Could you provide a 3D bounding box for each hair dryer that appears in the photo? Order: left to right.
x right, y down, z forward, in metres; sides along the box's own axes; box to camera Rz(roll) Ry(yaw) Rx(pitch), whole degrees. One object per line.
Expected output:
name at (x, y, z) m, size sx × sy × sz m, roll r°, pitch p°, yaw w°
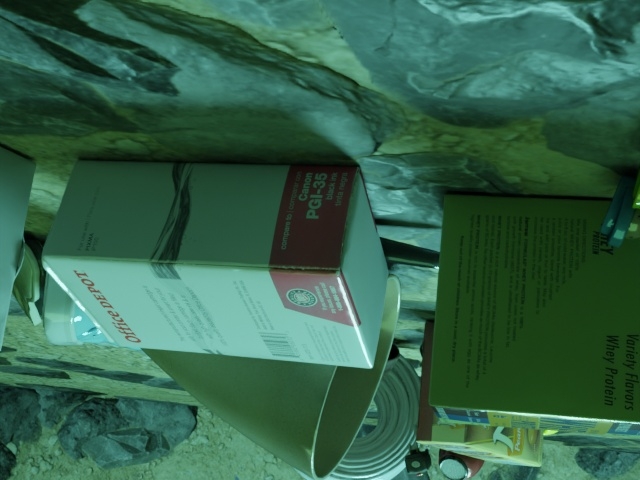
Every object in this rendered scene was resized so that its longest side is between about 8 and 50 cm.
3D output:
hair dryer at (0.237, 0.290, 1.679) m, size 0.080 × 0.223 × 0.293 m, roll 5°, pitch 170°, yaw 29°

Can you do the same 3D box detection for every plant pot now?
plant pot at (-0.077, 0.116, 1.207) m, size 0.274 × 0.256 × 0.256 m, roll 20°, pitch 169°, yaw 16°

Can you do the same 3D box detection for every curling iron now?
curling iron at (0.000, 0.000, 1.068) m, size 0.274 × 0.035 × 0.068 m, roll 6°, pitch 162°, yaw 7°

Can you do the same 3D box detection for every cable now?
cable at (0.053, 0.288, 1.677) m, size 0.257 × 0.257 × 0.089 m, roll 15°, pitch 159°, yaw -6°

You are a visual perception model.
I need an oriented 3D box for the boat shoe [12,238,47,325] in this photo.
boat shoe at (-0.377, 0.045, 1.359) m, size 0.079 × 0.084 × 0.233 m, roll -29°, pitch 168°, yaw -21°

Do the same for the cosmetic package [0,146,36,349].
cosmetic package at (-0.433, -0.033, 0.835) m, size 0.155 × 0.196 × 0.365 m, roll -2°, pitch 161°, yaw 29°

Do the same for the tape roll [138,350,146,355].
tape roll at (-0.194, 0.164, 1.680) m, size 0.219 × 0.072 × 0.219 m, roll 5°, pitch 164°, yaw 2°

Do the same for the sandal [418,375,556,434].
sandal at (0.303, 0.288, 1.864) m, size 0.318 × 0.126 × 0.138 m, roll -3°, pitch 155°, yaw 9°

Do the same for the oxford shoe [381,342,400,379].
oxford shoe at (-0.024, 0.123, 1.442) m, size 0.133 × 0.130 × 0.364 m, roll -37°, pitch 139°, yaw 19°

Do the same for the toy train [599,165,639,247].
toy train at (0.297, -0.033, 0.734) m, size 0.144 × 0.105 × 0.248 m, roll 18°, pitch 167°, yaw 11°

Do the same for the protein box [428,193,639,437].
protein box at (0.214, 0.074, 0.938) m, size 0.201 × 0.199 × 0.136 m, roll 3°, pitch 165°, yaw 12°

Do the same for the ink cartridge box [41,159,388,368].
ink cartridge box at (-0.091, 0.023, 0.971) m, size 0.283 × 0.117 × 0.207 m, roll 3°, pitch 151°, yaw 14°

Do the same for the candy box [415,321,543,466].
candy box at (0.263, 0.250, 1.588) m, size 0.088 × 0.182 × 0.316 m, roll -4°, pitch 161°, yaw 32°

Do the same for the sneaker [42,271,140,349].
sneaker at (-0.251, 0.077, 1.309) m, size 0.150 × 0.135 × 0.366 m, roll 1°, pitch 174°, yaw 3°
